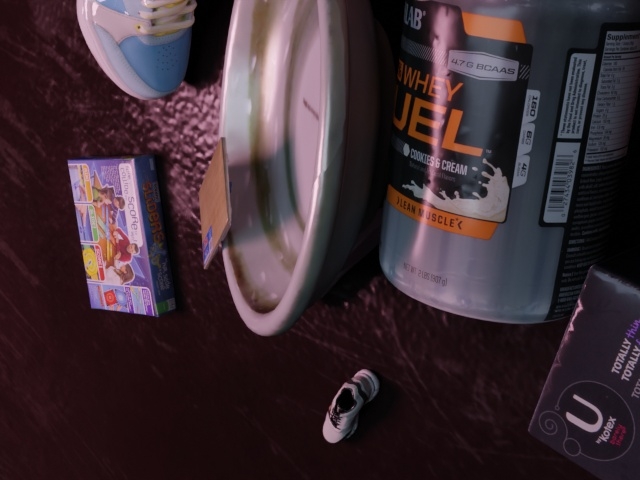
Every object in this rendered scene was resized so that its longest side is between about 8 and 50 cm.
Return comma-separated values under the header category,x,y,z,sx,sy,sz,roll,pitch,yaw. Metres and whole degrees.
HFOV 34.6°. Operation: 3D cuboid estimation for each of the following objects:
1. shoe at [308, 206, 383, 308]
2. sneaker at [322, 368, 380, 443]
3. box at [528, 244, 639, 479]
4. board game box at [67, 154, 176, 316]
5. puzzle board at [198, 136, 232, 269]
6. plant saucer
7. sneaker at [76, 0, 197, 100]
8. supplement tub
category,x,y,z,sx,sy,sz,roll,pitch,yaw
shoe,0.000,0.000,1.079,0.081,0.063,0.178,53,133,12
sneaker,0.024,0.185,1.128,0.040,0.044,0.109,41,127,22
box,0.325,0.132,0.784,0.270,0.143,0.165,31,119,31
board game box,-0.254,-0.008,1.316,0.136,0.035,0.201,4,105,40
puzzle board,-0.111,-0.037,1.094,0.128,0.011,0.096,124,143,-60
plant saucer,-0.011,-0.110,0.967,0.400,0.100,0.400,-178,90,-72
sneaker,-0.154,-0.262,1.052,0.208,0.127,0.319,34,140,39
supplement tub,0.155,-0.110,0.828,0.193,0.193,0.316,19,114,36
